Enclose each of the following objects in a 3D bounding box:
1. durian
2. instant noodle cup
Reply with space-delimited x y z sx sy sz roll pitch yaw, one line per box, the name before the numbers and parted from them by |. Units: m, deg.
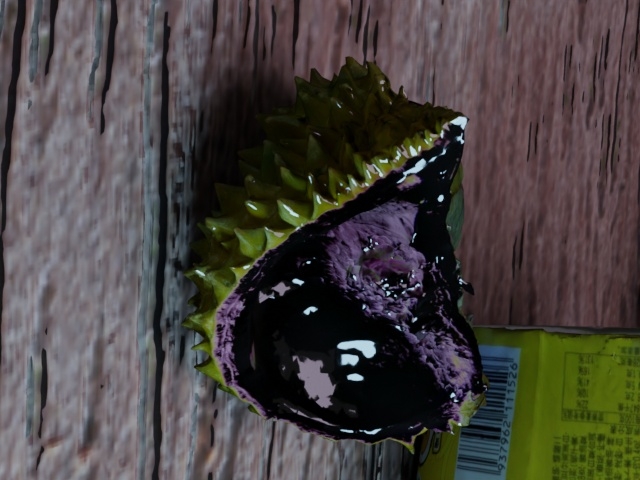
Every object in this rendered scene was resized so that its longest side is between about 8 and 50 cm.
durian | 0.001 -0.003 0.688 0.187 0.119 0.108 78 1 -49
instant noodle cup | 0.152 0.140 0.814 0.264 0.264 0.200 6 85 -57
